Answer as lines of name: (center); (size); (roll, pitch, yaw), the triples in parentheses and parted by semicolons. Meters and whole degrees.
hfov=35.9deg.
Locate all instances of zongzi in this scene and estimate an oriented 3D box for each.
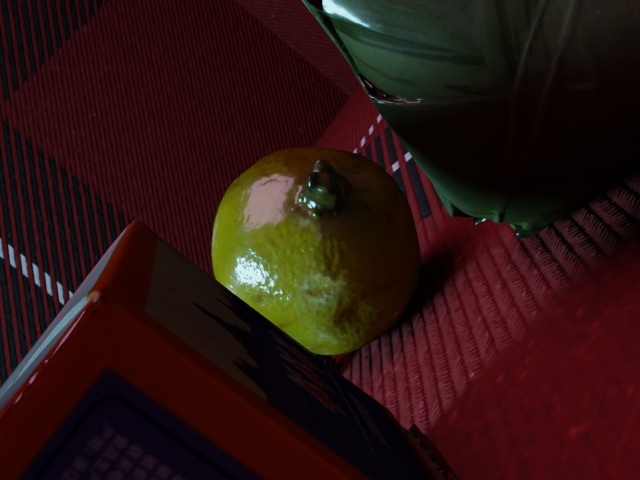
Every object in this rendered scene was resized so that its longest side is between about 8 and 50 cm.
zongzi: (0.217, -0.083, 0.676); (0.447, 0.418, 0.181); (44, -116, -60)

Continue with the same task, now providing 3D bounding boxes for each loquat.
loquat: (0.000, 0.000, 0.963); (0.213, 0.213, 0.246); (-55, -12, -25)

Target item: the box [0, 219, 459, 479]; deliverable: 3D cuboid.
box: (-0.114, 0.208, 0.551); (0.348, 0.257, 0.318); (-52, 9, -1)

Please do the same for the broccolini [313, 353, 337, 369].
broccolini: (-0.015, 0.119, 1.134); (0.071, 0.057, 0.254); (-7, 18, 3)
